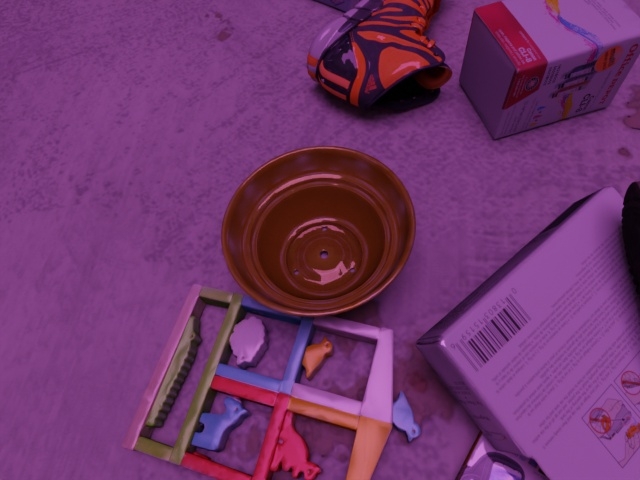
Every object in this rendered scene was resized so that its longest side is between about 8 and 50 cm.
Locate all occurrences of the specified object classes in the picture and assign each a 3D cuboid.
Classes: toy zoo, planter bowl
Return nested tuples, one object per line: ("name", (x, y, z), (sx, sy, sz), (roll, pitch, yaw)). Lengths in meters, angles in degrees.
("toy zoo", (-0.040, 0.166, 0.489), (0.292, 0.030, 0.193), (12, 64, 14))
("planter bowl", (0.000, 0.000, 0.541), (0.216, 0.090, 0.217), (-3, 62, 5))

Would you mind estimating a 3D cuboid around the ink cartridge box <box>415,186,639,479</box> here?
("ink cartridge box", (0.271, 0.113, 0.450), (0.275, 0.060, 0.239), (-35, 84, -19))

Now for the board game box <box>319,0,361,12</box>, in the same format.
("board game box", (0.024, -0.601, 0.879), (0.317, 0.066, 0.319), (31, 69, 21))

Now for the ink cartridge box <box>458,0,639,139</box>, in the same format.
("ink cartridge box", (0.303, -0.244, 0.614), (0.176, 0.128, 0.128), (-17, 61, -2))

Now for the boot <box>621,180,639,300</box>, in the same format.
("boot", (0.395, 0.020, 0.392), (0.208, 0.076, 0.190), (-12, 87, 19))

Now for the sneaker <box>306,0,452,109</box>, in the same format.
("sneaker", (0.146, -0.312, 0.690), (0.180, 0.125, 0.321), (41, 84, 20))

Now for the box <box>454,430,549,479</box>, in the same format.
("box", (0.175, 0.231, 0.429), (0.081, 0.028, 0.136), (29, 70, 21))
